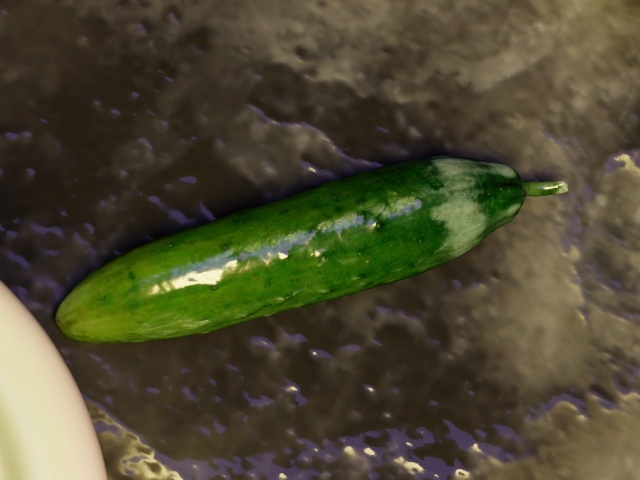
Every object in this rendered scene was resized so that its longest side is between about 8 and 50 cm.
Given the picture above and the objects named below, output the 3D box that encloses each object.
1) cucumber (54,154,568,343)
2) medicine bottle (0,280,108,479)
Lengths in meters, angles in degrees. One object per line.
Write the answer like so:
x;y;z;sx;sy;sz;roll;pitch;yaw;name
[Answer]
0.000;0.000;0.820;0.250;0.056;0.056;-17;76;-14;cucumber
-0.205;0.126;0.644;0.252;0.241;0.253;3;71;-10;medicine bottle
